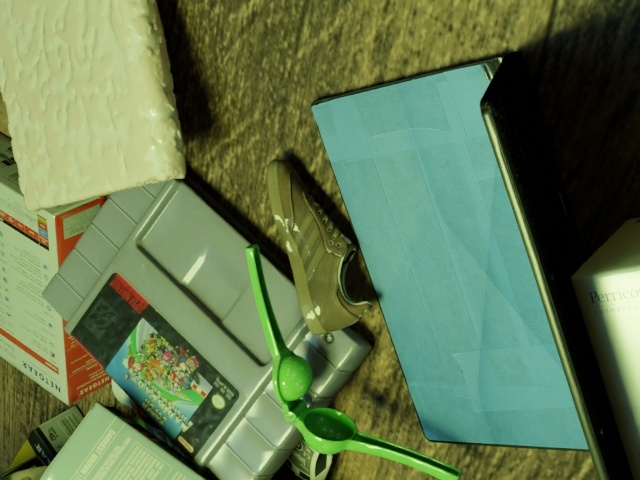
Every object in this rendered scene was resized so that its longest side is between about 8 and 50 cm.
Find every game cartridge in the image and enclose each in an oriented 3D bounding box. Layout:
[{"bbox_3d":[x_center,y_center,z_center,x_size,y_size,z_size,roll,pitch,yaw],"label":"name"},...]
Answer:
[{"bbox_3d":[-0.139,0.091,1.470,0.355,0.068,0.230,41,98,23],"label":"game cartridge"}]

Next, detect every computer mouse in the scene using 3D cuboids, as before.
[{"bbox_3d":[-0.011,0.247,1.523,0.106,0.042,0.193,39,141,32],"label":"computer mouse"}]

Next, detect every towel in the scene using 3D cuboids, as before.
[{"bbox_3d":[-0.272,-0.210,1.486,0.317,0.053,0.332,-10,91,50],"label":"towel"}]

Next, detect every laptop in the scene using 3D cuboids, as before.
[{"bbox_3d":[0.116,0.059,1.138,0.236,0.408,0.382,-17,101,16],"label":"laptop"}]

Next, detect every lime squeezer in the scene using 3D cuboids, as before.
[{"bbox_3d":[-0.002,0.151,1.331,0.310,0.059,0.110,49,139,1],"label":"lime squeezer"}]

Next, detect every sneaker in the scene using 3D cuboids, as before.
[{"bbox_3d":[0.000,0.000,1.363,0.071,0.066,0.188,-17,84,10],"label":"sneaker"}]

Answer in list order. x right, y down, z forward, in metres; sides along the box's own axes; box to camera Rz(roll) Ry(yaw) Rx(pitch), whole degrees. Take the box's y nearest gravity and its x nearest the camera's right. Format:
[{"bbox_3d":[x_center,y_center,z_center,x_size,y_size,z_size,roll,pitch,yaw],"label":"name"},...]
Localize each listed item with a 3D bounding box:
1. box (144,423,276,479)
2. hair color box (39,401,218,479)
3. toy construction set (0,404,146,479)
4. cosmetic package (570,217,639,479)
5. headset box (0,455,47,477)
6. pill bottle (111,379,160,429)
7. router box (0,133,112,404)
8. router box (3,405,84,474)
[{"bbox_3d":[-0.122,0.331,1.673,0.183,0.056,0.231,5,115,46],"label":"box"},{"bbox_3d":[-0.123,0.335,1.486,0.374,0.114,0.185,36,171,2],"label":"hair color box"},{"bbox_3d":[-0.267,0.368,1.724,0.257,0.237,0.309,15,140,60],"label":"toy construction set"},{"bbox_3d":[0.333,0.088,0.956,0.224,0.138,0.225,-12,101,36],"label":"cosmetic package"},{"bbox_3d":[-0.510,0.454,1.881,0.131,0.246,0.283,57,142,6],"label":"headset box"},{"bbox_3d":[-0.162,0.181,1.590,0.193,0.108,0.108,9,118,44],"label":"pill bottle"},{"bbox_3d":[-0.423,0.017,1.795,0.335,0.082,0.301,29,130,34],"label":"router box"},{"bbox_3d":[-0.339,0.429,1.939,0.309,0.081,0.243,52,140,12],"label":"router box"}]
